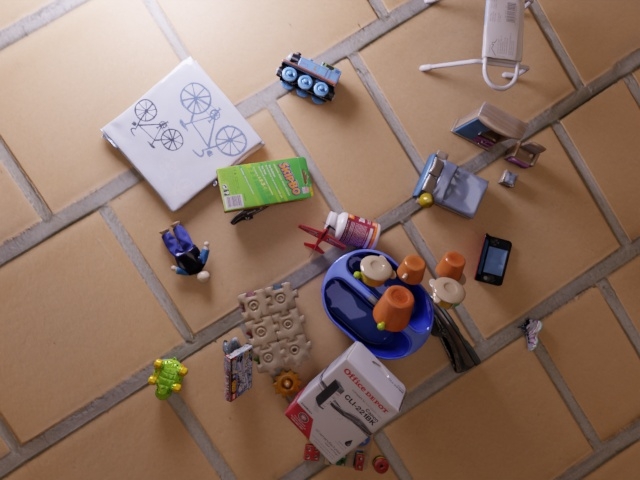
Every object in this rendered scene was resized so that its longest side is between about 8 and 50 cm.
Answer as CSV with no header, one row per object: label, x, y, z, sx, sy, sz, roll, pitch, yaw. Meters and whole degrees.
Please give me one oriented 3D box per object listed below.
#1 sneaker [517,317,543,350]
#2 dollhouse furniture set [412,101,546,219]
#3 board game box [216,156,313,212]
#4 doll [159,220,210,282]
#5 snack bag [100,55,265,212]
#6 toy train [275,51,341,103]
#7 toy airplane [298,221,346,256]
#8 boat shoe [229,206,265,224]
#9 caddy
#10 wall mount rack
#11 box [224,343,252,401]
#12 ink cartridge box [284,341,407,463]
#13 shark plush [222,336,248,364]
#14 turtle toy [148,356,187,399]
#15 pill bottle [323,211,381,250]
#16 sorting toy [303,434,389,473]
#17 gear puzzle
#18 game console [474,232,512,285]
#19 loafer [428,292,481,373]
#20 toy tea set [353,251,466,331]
sneaker,0.637,0.286,1.526,0.069,0.038,0.098,20,80,-5
dollhouse furniture set,0.462,-0.184,1.413,0.286,0.198,0.303,25,89,-6
board game box,-0.155,-0.160,1.405,0.259,0.039,0.124,-11,86,-15
doll,-0.373,0.038,1.406,0.129,0.046,0.189,-32,94,-3
snack bag,-0.387,-0.290,1.402,0.342,0.037,0.323,-41,94,-4
toy train,-0.033,-0.468,1.417,0.184,0.080,0.105,24,80,-4
toy airplane,0.000,0.000,1.417,0.151,0.151,0.028,26,46,-6
boat shoe,-0.203,-0.079,1.423,0.125,0.046,0.038,-37,90,-12
caddy,0.157,0.176,1.400,0.341,0.179,0.241,41,88,-6
wall mount rack,0.460,-0.603,1.444,0.304,0.130,0.350,3,91,-10
box,-0.231,0.371,1.393,0.027,0.094,0.137,12,107,29
ink cartridge box,0.068,0.439,1.346,0.197,0.114,0.273,45,112,4
shark plush,-0.262,0.353,1.415,0.073,0.067,0.161,21,90,-6
turtle toy,-0.432,0.390,1.398,0.095,0.066,0.130,21,90,-6
pill bottle,0.091,-0.030,1.433,0.152,0.086,0.086,18,89,-7
sorting toy,0.079,0.611,1.469,0.274,0.046,0.132,11,90,-6
gear puzzle,-0.119,0.294,1.446,0.175,0.044,0.339,-15,96,-7
game console,0.517,0.059,1.481,0.124,0.085,0.144,14,90,-6
loafer,0.373,0.281,1.471,0.084,0.096,0.267,-36,97,2
toy tea set,0.256,0.135,1.318,0.336,0.200,0.124,-5,137,-20
